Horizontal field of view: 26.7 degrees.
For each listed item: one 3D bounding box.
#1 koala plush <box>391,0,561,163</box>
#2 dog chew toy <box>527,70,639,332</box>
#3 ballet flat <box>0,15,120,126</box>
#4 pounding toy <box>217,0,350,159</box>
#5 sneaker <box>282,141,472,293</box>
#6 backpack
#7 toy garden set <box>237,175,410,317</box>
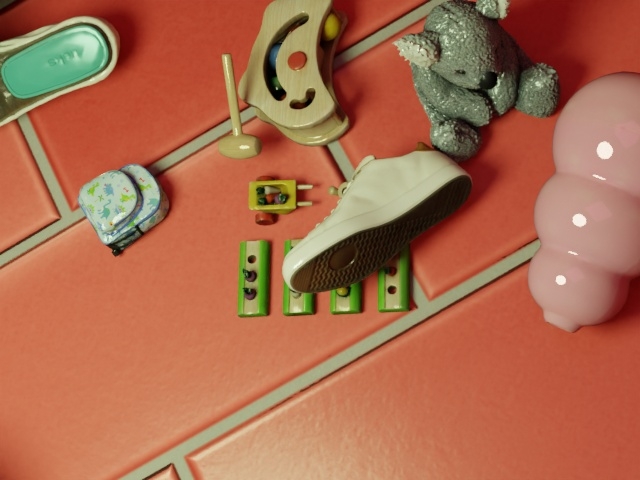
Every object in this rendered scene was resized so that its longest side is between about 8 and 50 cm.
[{"bbox_3d":[0.192,-0.252,1.812,0.196,0.221,0.203,-30,68,5],"label":"koala plush"},{"bbox_3d":[0.367,-0.042,1.717,0.207,0.206,0.331,22,87,20],"label":"dog chew toy"},{"bbox_3d":[-0.486,-0.248,2.054,0.400,0.139,0.139,-17,69,8],"label":"ballet flat"},{"bbox_3d":[-0.040,-0.233,1.904,0.154,0.155,0.269,12,77,23],"label":"pounding toy"},{"bbox_3d":[0.056,-0.034,1.811,0.290,0.106,0.123,-30,53,-18],"label":"sneaker"},{"bbox_3d":[-0.284,-0.054,1.954,0.114,0.084,0.105,-33,70,0],"label":"backpack"},{"bbox_3d":[0.000,0.000,1.877,0.244,0.049,0.203,-3,72,14],"label":"toy garden set"}]
